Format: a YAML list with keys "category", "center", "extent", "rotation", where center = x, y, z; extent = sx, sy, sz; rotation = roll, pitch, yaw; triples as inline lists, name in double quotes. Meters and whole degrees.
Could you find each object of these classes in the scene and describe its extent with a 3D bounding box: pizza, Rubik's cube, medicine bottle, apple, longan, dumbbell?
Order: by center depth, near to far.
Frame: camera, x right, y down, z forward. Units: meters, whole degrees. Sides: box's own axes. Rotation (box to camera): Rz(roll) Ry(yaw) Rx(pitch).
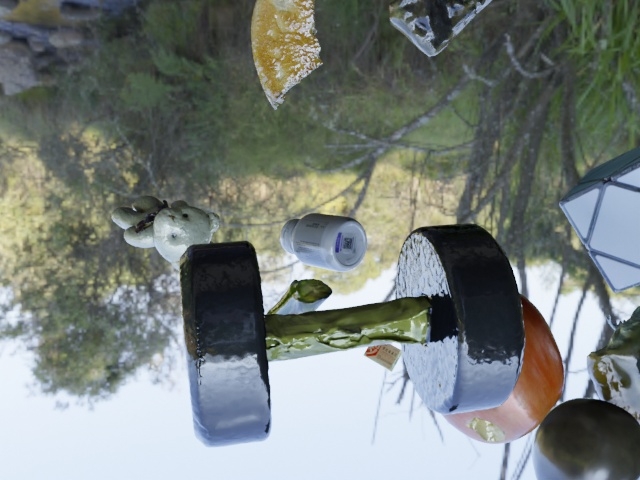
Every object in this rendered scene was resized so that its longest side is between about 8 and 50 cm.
- category: "dumbbell"
  center: [0.024, 0.093, 0.698]
  extent: [0.322, 0.204, 0.204]
  rotation: [-5, -174, -10]
- category: "apple"
  center: [0.285, 0.210, 1.103]
  extent: [0.242, 0.241, 0.242]
  rotation: [-37, -172, 6]
- category: "Rubik's cube"
  center: [0.603, -0.058, 1.226]
  extent: [0.205, 0.207, 0.205]
  rotation: [-30, 180, 44]
- category: "longan"
  center: [0.493, 0.398, 1.242]
  extent: [0.196, 0.220, 0.196]
  rotation: [34, -178, -1]
- category: "pizza"
  center: [-0.066, -0.387, 1.256]
  extent: [0.134, 0.271, 0.056]
  rotation: [-4, -168, 11]
- category: "medicine bottle"
  center: [0.000, 0.000, 1.666]
  extent: [0.135, 0.135, 0.215]
  rotation: [-6, -170, -41]

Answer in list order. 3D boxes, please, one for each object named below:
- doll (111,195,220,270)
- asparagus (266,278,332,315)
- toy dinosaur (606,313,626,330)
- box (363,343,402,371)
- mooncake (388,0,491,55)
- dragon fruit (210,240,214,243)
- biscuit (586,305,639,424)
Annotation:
- category: "doll"
  center: [-0.396, -0.049, 1.647]
  extent: [0.278, 0.175, 0.149]
  rotation: [21, 162, 30]
- category: "asparagus"
  center: [-0.079, 0.174, 1.600]
  extent: [0.085, 0.082, 0.343]
  rotation: [30, 144, -14]
- category: "toy dinosaur"
  center: [0.766, 0.235, 1.666]
  extent: [0.209, 0.082, 0.039]
  rotation: [37, 134, -26]
- category: "box"
  center: [0.154, 0.278, 1.642]
  extent: [0.093, 0.058, 0.015]
  rotation: [24, 170, 44]
- category: "mooncake"
  center: [0.411, -0.780, 2.086]
  extent: [0.394, 0.246, 0.393]
  rotation: [-45, -178, -14]
- category: "dragon fruit"
  center: [-0.269, 0.070, 1.730]
  extent: [0.120, 0.161, 0.127]
  rotation: [23, -159, 19]
- category: "biscuit"
  center: [0.689, 0.225, 1.360]
  extent: [0.329, 0.335, 0.078]
  rotation: [37, 169, -30]
